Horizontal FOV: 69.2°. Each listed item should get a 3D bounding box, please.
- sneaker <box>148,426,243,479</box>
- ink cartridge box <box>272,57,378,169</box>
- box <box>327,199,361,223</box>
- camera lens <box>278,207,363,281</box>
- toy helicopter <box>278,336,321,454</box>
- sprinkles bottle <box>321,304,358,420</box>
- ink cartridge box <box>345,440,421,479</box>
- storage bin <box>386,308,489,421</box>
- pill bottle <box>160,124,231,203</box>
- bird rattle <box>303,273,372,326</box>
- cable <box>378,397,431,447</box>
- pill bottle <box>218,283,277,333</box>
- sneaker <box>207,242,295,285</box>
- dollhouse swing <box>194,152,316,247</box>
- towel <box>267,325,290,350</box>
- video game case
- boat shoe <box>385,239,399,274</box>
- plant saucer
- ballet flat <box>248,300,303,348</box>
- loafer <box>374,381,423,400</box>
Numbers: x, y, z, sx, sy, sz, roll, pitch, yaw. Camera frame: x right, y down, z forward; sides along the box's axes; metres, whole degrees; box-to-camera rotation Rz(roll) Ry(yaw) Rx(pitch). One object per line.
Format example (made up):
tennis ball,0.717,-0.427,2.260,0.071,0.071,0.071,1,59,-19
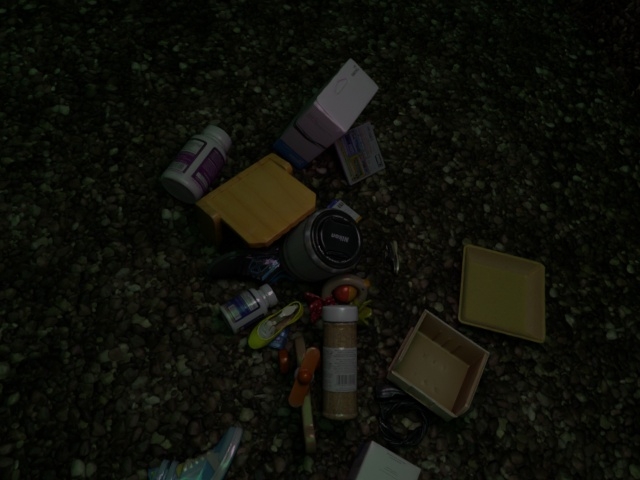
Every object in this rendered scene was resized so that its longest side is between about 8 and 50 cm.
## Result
sneaker,-0.383,0.670,1.379,0.208,0.127,0.319,28,62,5
ink cartridge box,0.012,-0.491,1.851,0.166,0.394,0.286,40,63,-14
box,0.092,-0.104,1.890,0.136,0.028,0.081,40,65,15
camera lens,-0.001,0.023,1.598,0.219,0.274,0.220,8,72,-27
toy helicopter,-0.046,0.479,1.460,0.140,0.235,0.356,-4,64,-10
sprinkles bottle,0.063,0.393,1.520,0.121,0.121,0.356,1,84,-7
ink cartridge box,0.162,0.755,1.386,0.168,0.171,0.233,28,64,6
storage bin,0.396,0.424,1.581,0.262,0.123,0.260,34,48,9
pill bottle,-0.478,-0.307,1.832,0.169,0.169,0.302,26,63,5
bird rattle,0.070,0.195,1.648,0.253,0.207,0.143,15,34,-6
cable,0.286,0.607,1.548,0.184,0.047,0.151,2,63,-8
pill bottle,-0.249,0.233,1.624,0.186,0.112,0.112,-30,71,-21
sneaker,-0.236,0.102,1.686,0.340,0.125,0.140,-11,70,-11
dollhouse swing,-0.212,-0.087,1.675,0.346,0.315,0.305,-39,75,-23
towel,-0.146,0.324,1.639,0.067,0.029,0.120,16,62,-1
video game case,0.164,-0.369,1.968,0.193,0.023,0.213,-29,109,-21
boat shoe,0.280,0.068,1.819,0.049,0.056,0.152,1,54,-2
plant saucer,0.686,0.210,1.787,0.332,0.081,0.333,15,62,-1
ballet flat,-0.154,0.283,1.598,0.230,0.077,0.077,-35,73,-21
loafer,0.268,0.508,1.589,0.169,0.062,0.061,1,59,-9
